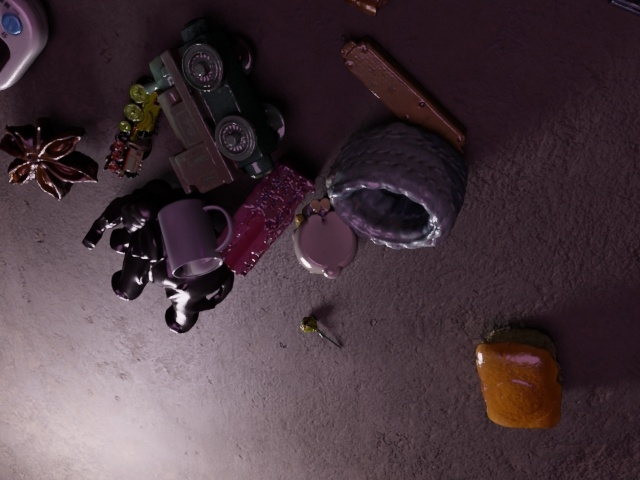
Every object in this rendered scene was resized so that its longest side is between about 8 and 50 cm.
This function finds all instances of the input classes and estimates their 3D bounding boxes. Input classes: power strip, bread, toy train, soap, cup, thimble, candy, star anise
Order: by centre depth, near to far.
[{"bbox_3d":[0.149,-0.260,1.349,0.305,0.044,0.064,40,127,-14],"label":"power strip"},{"bbox_3d":[0.134,-0.094,1.366,0.250,0.172,0.205,20,145,10],"label":"thimble"},{"bbox_3d":[-0.204,-0.241,1.387,0.221,0.150,0.304,-18,102,32],"label":"toy train"},{"bbox_3d":[-0.235,-0.008,1.462,0.136,0.133,0.099,-16,161,-10],"label":"cup"},{"bbox_3d":[-0.102,-0.059,1.503,0.099,0.162,0.250,40,126,-3],"label":"soap"},{"bbox_3d":[-0.377,-0.221,1.537,0.085,0.053,0.250,26,129,-9],"label":"toy train"},{"bbox_3d":[-0.570,-0.178,1.608,0.220,0.099,0.214,10,141,5],"label":"star anise"},{"bbox_3d":[0.429,0.295,1.614,0.174,0.121,0.245,-3,126,18],"label":"bread"},{"bbox_3d":[0.003,0.219,1.754,0.123,0.035,0.035,40,130,-22],"label":"candy"}]

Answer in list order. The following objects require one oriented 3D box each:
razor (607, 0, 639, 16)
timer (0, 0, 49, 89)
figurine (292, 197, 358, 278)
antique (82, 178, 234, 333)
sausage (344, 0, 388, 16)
[{"bbox_3d":[0.525,-0.435,1.096,0.106,0.068,0.232,22,124,1],"label":"razor"},{"bbox_3d":[-0.660,-0.434,1.450,0.262,0.087,0.237,44,125,-15],"label":"timer"},{"bbox_3d":[0.000,0.000,1.523,0.127,0.235,0.155,-24,89,-7],"label":"figurine"},{"bbox_3d":[-0.330,0.024,1.625,0.322,0.185,0.255,38,134,-12],"label":"antique"},{"bbox_3d":[0.001,-0.467,1.213,0.302,0.076,0.103,35,162,-12],"label":"sausage"}]
